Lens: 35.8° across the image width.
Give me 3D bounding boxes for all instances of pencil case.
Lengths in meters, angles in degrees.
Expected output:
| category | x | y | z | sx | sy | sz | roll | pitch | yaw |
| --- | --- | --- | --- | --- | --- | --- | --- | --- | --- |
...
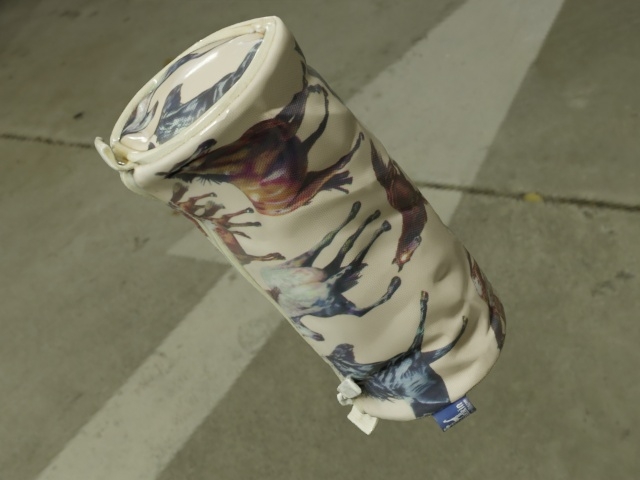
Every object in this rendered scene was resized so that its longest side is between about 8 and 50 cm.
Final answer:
| category | x | y | z | sx | sy | sz | roll | pitch | yaw |
| --- | --- | --- | --- | --- | --- | --- | --- | --- | --- |
| pencil case | 0.000 | 0.000 | 0.829 | 0.160 | 0.410 | 0.183 | 19 | 67 | 51 |
